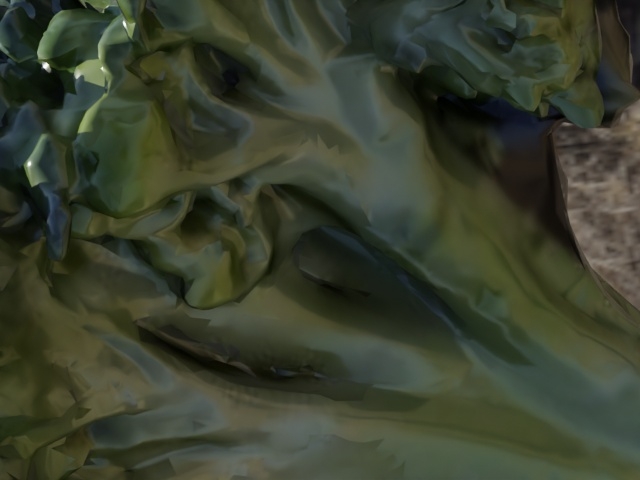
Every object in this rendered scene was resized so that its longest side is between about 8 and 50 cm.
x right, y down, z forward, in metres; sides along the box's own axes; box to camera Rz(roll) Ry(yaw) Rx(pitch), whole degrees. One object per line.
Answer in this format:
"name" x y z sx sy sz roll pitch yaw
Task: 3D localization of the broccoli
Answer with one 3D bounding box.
"broccoli" 0.000 0.003 0.578 0.281 0.348 0.293 30 135 -9
